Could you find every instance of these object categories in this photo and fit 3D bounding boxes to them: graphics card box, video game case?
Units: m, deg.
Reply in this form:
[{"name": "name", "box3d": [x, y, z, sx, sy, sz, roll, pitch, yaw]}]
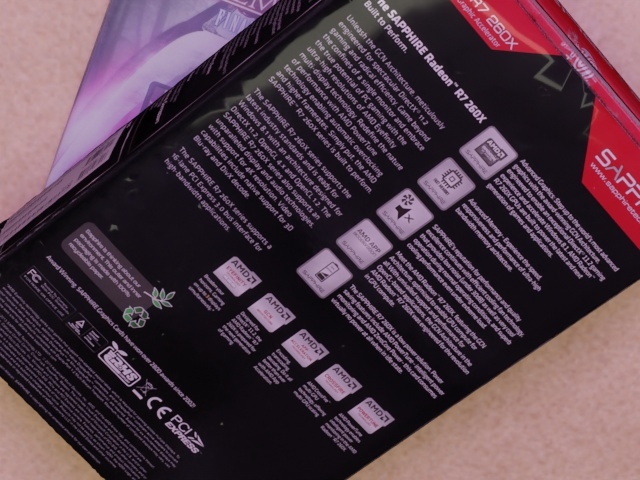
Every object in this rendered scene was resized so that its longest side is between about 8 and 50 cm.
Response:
[{"name": "graphics card box", "box3d": [0.000, 0.000, 1.009, 0.371, 0.094, 0.233, -38, 108, 18]}, {"name": "video game case", "box3d": [-0.034, -0.083, 1.037, 0.196, 0.026, 0.274, 21, 116, -6]}]
